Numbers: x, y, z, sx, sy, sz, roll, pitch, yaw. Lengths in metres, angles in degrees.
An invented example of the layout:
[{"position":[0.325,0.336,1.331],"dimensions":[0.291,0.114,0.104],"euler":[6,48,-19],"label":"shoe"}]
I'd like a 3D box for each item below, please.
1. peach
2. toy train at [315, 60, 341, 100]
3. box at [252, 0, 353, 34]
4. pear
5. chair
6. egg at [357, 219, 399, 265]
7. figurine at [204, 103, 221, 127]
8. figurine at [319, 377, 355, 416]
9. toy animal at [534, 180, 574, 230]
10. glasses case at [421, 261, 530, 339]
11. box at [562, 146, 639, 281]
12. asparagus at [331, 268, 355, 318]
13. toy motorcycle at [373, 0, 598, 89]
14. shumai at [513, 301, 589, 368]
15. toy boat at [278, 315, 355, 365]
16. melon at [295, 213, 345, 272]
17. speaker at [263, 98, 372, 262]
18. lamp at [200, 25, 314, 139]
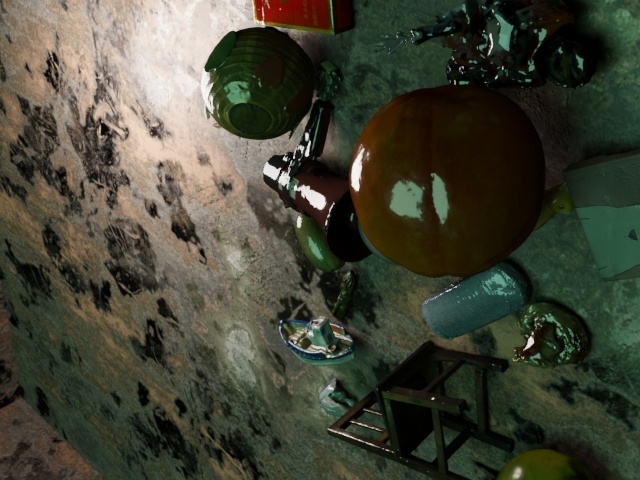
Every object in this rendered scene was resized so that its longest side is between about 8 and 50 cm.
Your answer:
[{"position":[0.213,-0.114,1.514],"dimensions":[0.343,0.343,0.301],"euler":[16,132,42],"label":"peach"},{"position":[0.013,-0.342,1.894],"dimensions":[0.053,0.033,0.083],"euler":[50,141,22],"label":"toy train"},{"position":[-0.043,-0.518,1.821],"dimensions":[0.240,0.074,0.153],"euler":[19,129,39],"label":"box"},{"position":[0.455,0.545,1.808],"dimensions":[0.212,0.212,0.269],"euler":[49,133,15],"label":"pear"},{"position":[0.204,0.361,1.983],"dimensions":[0.416,0.203,0.240],"euler":[13,126,41],"label":"chair"},{"position":[0.190,-0.035,1.771],"dimensions":[0.232,0.176,0.176],"euler":[-3,110,37],"label":"egg"},{"position":[-0.197,-0.313,2.045],"dimensions":[0.132,0.154,0.132],"euler":[27,131,36],"label":"figurine"},{"position":[0.041,0.417,2.304],"dimensions":[0.086,0.082,0.094],"euler":[42,166,-1],"label":"figurine"},{"position":[0.417,-0.070,1.582],"dimensions":[0.159,0.083,0.070],"euler":[-32,95,43],"label":"toy animal"},{"position":[0.315,0.128,1.818],"dimensions":[0.109,0.067,0.282],"euler":[51,139,-2],"label":"glasses case"},{"position":[0.539,-0.054,1.446],"dimensions":[0.215,0.086,0.215],"euler":[-14,101,50],"label":"box"},{"position":[0.059,0.128,2.130],"dimensions":[0.036,0.030,0.165],"euler":[48,141,33],"label":"asparagus"},{"position":[0.278,-0.352,1.516],"dimensions":[0.401,0.134,0.207],"euler":[4,115,45],"label":"toy motorcycle"},{"position":[0.449,0.194,1.699],"dimensions":[0.139,0.105,0.123],"euler":[21,131,2],"label":"shumai"},{"position":[-0.015,0.239,2.206],"dimensions":[0.262,0.114,0.115],"euler":[2,126,51],"label":"toy boat"},{"position":[0.000,0.000,2.063],"dimensions":[0.162,0.099,0.099],"euler":[59,142,6],"label":"melon"},{"position":[-0.006,-0.138,1.930],"dimensions":[0.329,0.198,0.259],"euler":[39,150,38],"label":"speaker"},{"position":[-0.130,-0.352,1.903],"dimensions":[0.250,0.284,0.250],"euler":[4,137,3],"label":"lamp"}]
